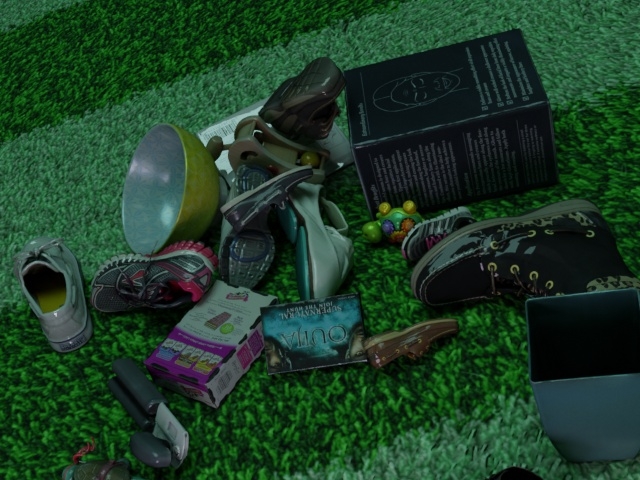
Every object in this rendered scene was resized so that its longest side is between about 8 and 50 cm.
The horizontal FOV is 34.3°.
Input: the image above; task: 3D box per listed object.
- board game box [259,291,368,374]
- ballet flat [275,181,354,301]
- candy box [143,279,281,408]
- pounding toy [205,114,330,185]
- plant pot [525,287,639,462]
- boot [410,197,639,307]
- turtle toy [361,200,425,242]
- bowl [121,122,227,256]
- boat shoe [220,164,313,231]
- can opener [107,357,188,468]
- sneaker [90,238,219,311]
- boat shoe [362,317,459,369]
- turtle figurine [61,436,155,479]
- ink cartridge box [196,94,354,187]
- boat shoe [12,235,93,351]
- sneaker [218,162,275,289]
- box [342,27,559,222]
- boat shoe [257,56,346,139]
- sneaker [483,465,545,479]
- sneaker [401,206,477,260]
[{"bbox_3d":[-0.011,0.169,1.872,0.186,0.026,0.126,-10,81,12],"label":"board game box"},{"bbox_3d":[0.000,0.000,2.059,0.139,0.139,0.400,-18,38,0],"label":"ballet flat"},{"bbox_3d":[-0.194,0.189,1.943,0.159,0.071,0.233,14,50,34],"label":"candy box"},{"bbox_3d":[-0.112,-0.207,2.236,0.269,0.154,0.155,13,51,-1],"label":"pounding toy"},{"bbox_3d":[0.407,0.217,1.546,0.166,0.234,0.165,-7,41,15],"label":"plant pot"},{"bbox_3d":[0.370,0.083,1.803,0.377,0.138,0.284,-17,39,-6],"label":"boot"},{"bbox_3d":[0.146,-0.029,2.059,0.130,0.095,0.066,-5,63,17],"label":"turtle toy"},{"bbox_3d":[-0.294,-0.095,2.223,0.156,0.289,0.289,12,23,-36],"label":"bowl"},{"bbox_3d":[-0.097,-0.084,2.072,0.206,0.065,0.075,-28,-4,-13],"label":"boat shoe"},{"bbox_3d":[-0.321,0.304,1.834,0.095,0.076,0.283,1,24,-38],"label":"can opener"},{"bbox_3d":[-0.344,0.086,2.046,0.299,0.121,0.112,-18,39,30],"label":"sneaker"},{"bbox_3d":[0.164,0.181,1.829,0.178,0.064,0.060,-15,76,-12],"label":"boat shoe"},{"bbox_3d":[-0.348,0.418,1.711,0.234,0.118,0.175,11,47,24],"label":"turtle figurine"},{"bbox_3d":[-0.095,-0.203,2.368,0.296,0.066,0.261,-28,65,-11],"label":"ink cartridge box"},{"bbox_3d":[-0.580,0.069,2.167,0.136,0.156,0.367,-24,40,-7],"label":"boat shoe"},{"bbox_3d":[-0.158,-0.009,2.140,0.111,0.129,0.297,18,58,-16],"label":"sneaker"},{"bbox_3d":[0.263,-0.240,2.153,0.395,0.212,0.293,-12,40,7],"label":"box"},{"bbox_3d":[-0.014,-0.290,2.194,0.132,0.130,0.355,-53,15,-12],"label":"boat shoe"},{"bbox_3d":[0.231,0.378,1.518,0.222,0.118,0.083,-5,41,16],"label":"sneaker"},{"bbox_3d":[0.237,-0.007,2.008,0.170,0.063,0.075,-27,33,-17],"label":"sneaker"}]
